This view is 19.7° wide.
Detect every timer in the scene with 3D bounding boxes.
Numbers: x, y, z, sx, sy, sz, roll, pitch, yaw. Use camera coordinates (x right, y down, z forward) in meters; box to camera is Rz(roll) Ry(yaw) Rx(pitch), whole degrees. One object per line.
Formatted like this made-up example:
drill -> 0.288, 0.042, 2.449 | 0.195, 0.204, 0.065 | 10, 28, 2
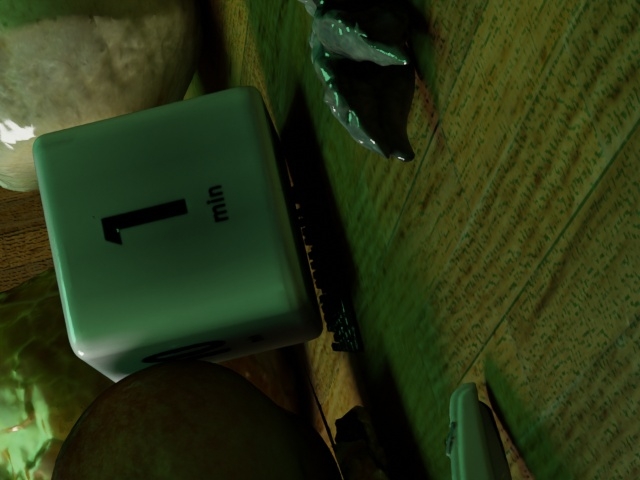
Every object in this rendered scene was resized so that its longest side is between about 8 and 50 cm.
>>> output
timer -> -0.116, 0.000, 1.558 | 0.192, 0.195, 0.194 | 68, -172, -77

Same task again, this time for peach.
peach -> -0.103, 0.219, 1.522 | 0.252, 0.252, 0.252 | 166, 90, -80

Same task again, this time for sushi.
sushi -> 0.042, 0.197, 1.475 | 0.210, 0.040, 0.192 | 73, 178, -65

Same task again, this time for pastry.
pastry -> -0.200, 0.167, 1.918 | 0.388, 0.389, 0.312 | -117, 33, -51

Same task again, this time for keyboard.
keyboard -> 0.000, 0.000, 1.541 | 0.060, 0.018, 0.195 | 170, 85, -77

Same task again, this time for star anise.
star anise -> 0.016, -0.143, 1.112 | 0.180, 0.061, 0.204 | 173, 83, -80

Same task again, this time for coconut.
coconut -> -0.310, -0.267, 1.935 | 0.415, 0.345, 0.415 | 162, 90, -80

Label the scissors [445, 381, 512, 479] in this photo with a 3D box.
scissors -> 0.101, 0.167, 1.077 | 0.027, 0.101, 0.204 | 86, 180, -47
